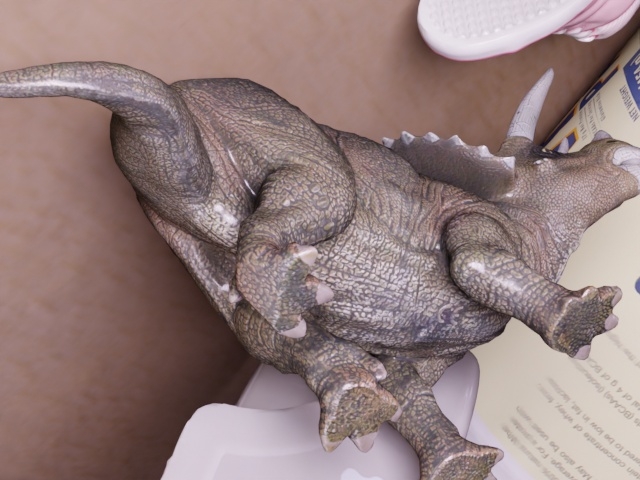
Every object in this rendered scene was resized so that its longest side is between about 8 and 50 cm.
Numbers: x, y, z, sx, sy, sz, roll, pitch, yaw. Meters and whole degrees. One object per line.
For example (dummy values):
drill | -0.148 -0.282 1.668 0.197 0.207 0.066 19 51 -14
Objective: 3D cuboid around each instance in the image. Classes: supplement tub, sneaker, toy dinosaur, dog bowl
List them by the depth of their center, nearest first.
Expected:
toy dinosaur | 0.000 0.000 0.599 0.313 0.160 0.121 9 116 -34
sneaker | 0.095 -0.100 0.694 0.134 0.051 0.070 -36 155 -23
dog bowl | -0.033 0.172 0.730 0.349 0.102 0.349 24 90 -88
supplement tub | 0.194 0.040 0.897 0.235 0.235 0.325 -11 145 -54
